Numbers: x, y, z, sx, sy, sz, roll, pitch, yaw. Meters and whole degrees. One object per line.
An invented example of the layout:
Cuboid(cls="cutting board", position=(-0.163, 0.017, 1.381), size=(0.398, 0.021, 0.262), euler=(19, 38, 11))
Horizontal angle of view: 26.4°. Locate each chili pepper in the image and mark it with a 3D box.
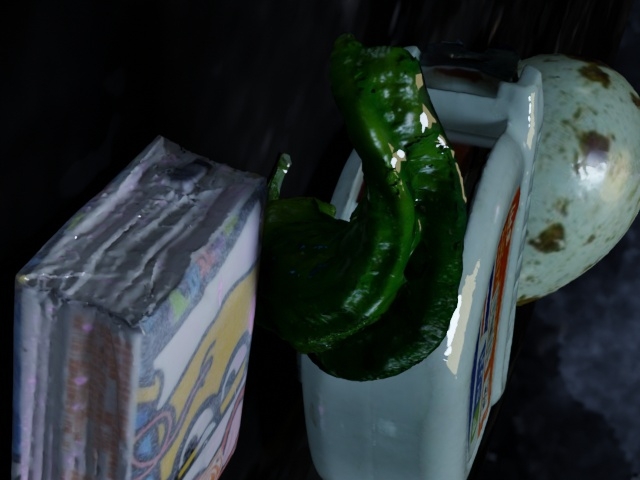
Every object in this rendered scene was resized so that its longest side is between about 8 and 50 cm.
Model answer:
Cuboid(cls="chili pepper", position=(0.000, 0.001, 0.589), size=(0.279, 0.065, 0.122), euler=(158, -70, -74))

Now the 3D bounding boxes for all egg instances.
Cuboid(cls="egg", position=(0.174, -0.044, 1.122), size=(0.231, 0.169, 0.169), euler=(-63, 169, 21))

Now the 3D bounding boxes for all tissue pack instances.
Cuboid(cls="tissue pack", position=(-0.071, 0.054, 0.545), size=(0.115, 0.065, 0.155), euler=(-53, 156, -52))

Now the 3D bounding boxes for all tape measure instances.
Cuboid(cls="tape measure", position=(0.059, 0.028, 0.879), size=(0.246, 0.125, 0.243), euler=(-58, 154, -50))
